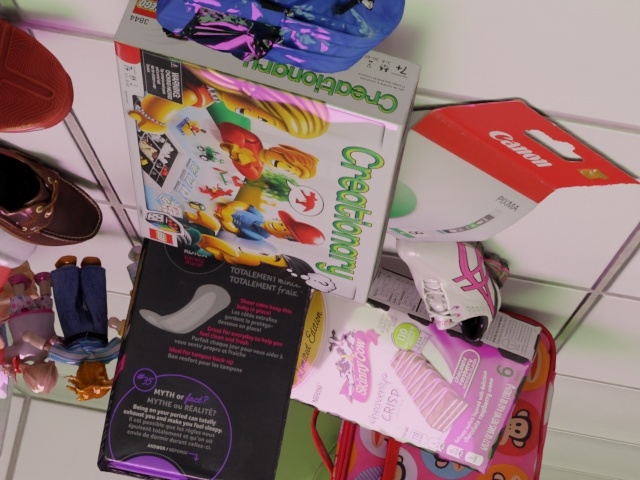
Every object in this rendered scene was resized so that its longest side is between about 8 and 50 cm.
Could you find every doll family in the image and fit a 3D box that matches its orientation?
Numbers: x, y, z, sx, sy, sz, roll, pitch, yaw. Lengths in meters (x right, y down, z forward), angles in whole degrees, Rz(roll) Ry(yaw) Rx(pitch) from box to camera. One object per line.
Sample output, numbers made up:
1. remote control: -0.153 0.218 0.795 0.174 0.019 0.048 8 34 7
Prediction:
1. doll family: -0.229 0.094 1.703 0.263 0.163 0.118 -6 157 -13

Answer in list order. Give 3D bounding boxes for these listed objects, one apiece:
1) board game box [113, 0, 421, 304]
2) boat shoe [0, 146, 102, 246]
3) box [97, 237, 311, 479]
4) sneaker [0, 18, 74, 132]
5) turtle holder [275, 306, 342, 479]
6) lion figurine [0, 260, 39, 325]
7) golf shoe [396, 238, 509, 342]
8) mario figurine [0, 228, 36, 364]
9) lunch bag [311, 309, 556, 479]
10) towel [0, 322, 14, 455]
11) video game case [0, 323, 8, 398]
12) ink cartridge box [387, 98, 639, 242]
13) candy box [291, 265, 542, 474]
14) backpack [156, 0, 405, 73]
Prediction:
1. board game box: -0.040 -0.058 1.111 0.193 0.053 0.305 17 156 5
2. boat shoe: -0.287 -0.045 1.470 0.207 0.073 0.073 23 164 -40
3. box: -0.110 0.103 1.505 0.165 0.270 0.143 13 166 -8
4. sneaker: -0.255 -0.121 1.163 0.221 0.087 0.128 18 179 25
5. turtle holder: -0.007 0.183 1.936 0.320 0.243 0.227 -34 170 12
6. lion figurine: -0.533 0.012 1.827 0.392 0.142 0.240 19 -170 35
7. golf shoe: 0.125 0.040 1.465 0.067 0.086 0.186 3 163 33
8. mario figurine: -0.403 0.021 1.612 0.198 0.170 0.320 31 144 25
9. lunch bag: 0.119 0.210 1.729 0.258 0.293 0.120 10 171 3
10. towel: -0.585 0.154 2.181 0.325 0.247 0.038 12 -175 1
11. video game case: -0.508 0.103 1.874 0.244 0.061 0.269 0 -155 -15
12. ink cartridge box: 0.104 -0.047 1.198 0.225 0.056 0.181 1 164 42
13. candy box: 0.092 0.126 1.605 0.233 0.071 0.159 21 122 6
14. backpack: -0.012 -0.142 0.806 0.120 0.098 0.101 18 161 -22
